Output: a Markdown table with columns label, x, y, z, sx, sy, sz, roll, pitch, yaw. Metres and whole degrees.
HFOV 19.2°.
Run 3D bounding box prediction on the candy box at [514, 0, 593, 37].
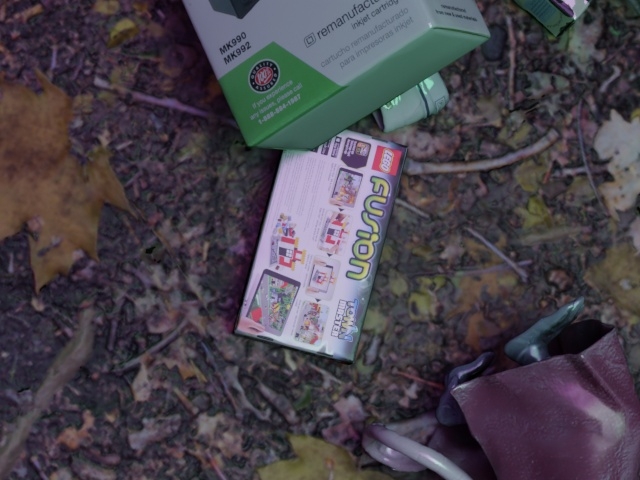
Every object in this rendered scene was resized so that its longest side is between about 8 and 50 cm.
| label | x | y | z | sx | sy | sz | roll | pitch | yaw |
| --- | --- | --- | --- | --- | --- | --- | --- | --- | --- |
| candy box | 0.190 | -0.327 | 1.767 | 0.233 | 0.071 | 0.159 | 41 | 79 | 0 |

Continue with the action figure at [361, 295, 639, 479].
| label | x | y | z | sx | sy | sz | roll | pitch | yaw |
| --- | --- | --- | --- | --- | --- | --- | --- | --- | --- |
| action figure | 0.244 | 0.248 | 1.618 | 0.275 | 0.248 | 0.370 | -29 | 84 | -8 |

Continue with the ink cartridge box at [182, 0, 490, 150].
| label | x | y | z | sx | sy | sz | roll | pitch | yaw |
| --- | --- | --- | --- | --- | --- | --- | --- | --- | --- |
| ink cartridge box | -0.017 | -0.252 | 1.647 | 0.211 | 0.121 | 0.289 | -32 | 76 | 27 |

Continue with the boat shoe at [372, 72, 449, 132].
| label | x | y | z | sx | sy | sz | roll | pitch | yaw |
| --- | --- | --- | --- | --- | --- | --- | --- | --- | --- |
| boat shoe | 0.033 | -0.205 | 1.730 | 0.075 | 0.083 | 0.226 | -31 | 88 | -10 |

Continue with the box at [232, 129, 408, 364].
| label | x | y | z | sx | sy | sz | roll | pitch | yaw |
| --- | --- | --- | --- | --- | --- | --- | --- | --- | --- |
| box | 0.000 | 0.000 | 1.726 | 0.114 | 0.036 | 0.207 | 16 | 82 | -4 |
